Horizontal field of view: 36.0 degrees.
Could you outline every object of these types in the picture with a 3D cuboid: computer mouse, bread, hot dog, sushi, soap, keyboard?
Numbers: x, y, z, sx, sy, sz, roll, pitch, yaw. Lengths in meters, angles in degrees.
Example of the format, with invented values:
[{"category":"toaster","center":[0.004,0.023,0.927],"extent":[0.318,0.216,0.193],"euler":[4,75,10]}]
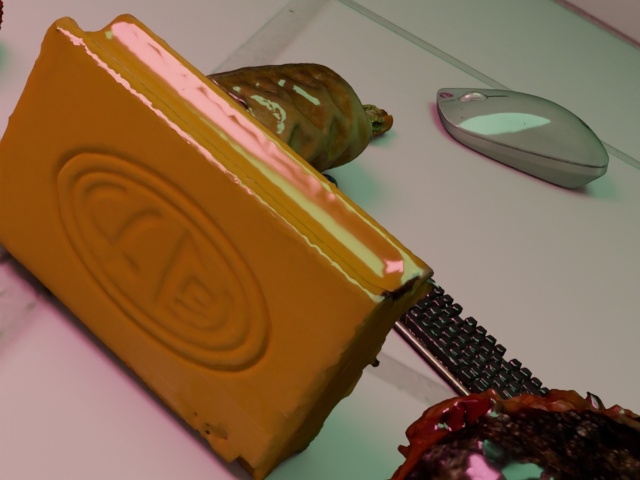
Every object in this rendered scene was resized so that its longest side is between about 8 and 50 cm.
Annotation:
[{"category":"computer mouse","center":[0.318,-0.175,1.516],"extent":[0.288,0.097,0.159],"euler":[22,31,-16]},{"category":"bread","center":[-0.044,-0.123,1.056],"extent":[0.152,0.130,0.267],"euler":[28,25,21]},{"category":"hot dog","center":[0.059,-0.161,1.307],"extent":[0.056,0.041,0.133],"euler":[39,29,16]},{"category":"sushi","center":[0.154,0.210,0.673],"extent":[0.343,0.196,0.182],"euler":[12,14,-39]},{"category":"soap","center":[-0.097,0.005,0.728],"extent":[0.324,0.204,0.096],"euler":[40,29,15]},{"category":"keyboard","center":[0.165,0.130,0.952],"extent":[0.317,0.027,0.106],"euler":[44,32,26]}]

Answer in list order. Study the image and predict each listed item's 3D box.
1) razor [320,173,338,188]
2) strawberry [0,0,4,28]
[{"category":"razor","center":[0.000,0.000,0.994],"extent":[0.082,0.042,0.253],"euler":[23,28,-10]},{"category":"strawberry","center":[-0.376,-0.231,0.952],"extent":[0.131,0.131,0.148],"euler":[27,-1,-5]}]
